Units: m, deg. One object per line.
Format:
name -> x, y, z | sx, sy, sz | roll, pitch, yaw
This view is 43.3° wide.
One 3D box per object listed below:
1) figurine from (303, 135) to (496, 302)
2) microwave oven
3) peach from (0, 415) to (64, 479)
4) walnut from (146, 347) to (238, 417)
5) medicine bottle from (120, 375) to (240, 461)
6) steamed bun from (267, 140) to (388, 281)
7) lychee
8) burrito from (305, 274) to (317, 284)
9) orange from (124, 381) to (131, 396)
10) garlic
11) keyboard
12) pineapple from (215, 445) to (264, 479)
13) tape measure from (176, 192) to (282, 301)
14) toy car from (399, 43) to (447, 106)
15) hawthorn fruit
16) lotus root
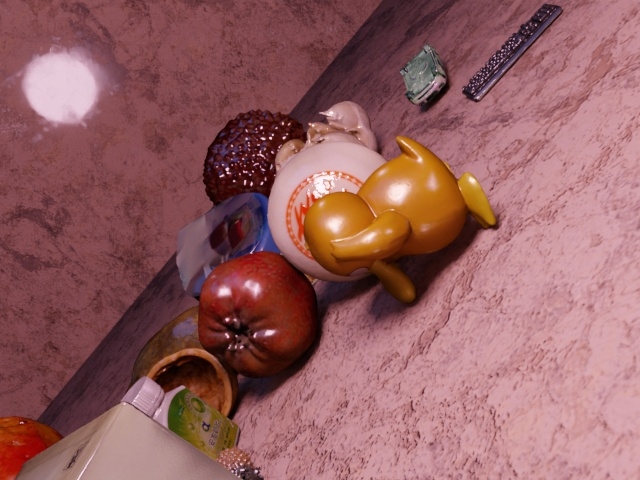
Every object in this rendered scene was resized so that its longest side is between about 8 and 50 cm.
figurine -> 0.100, -0.030, 1.121 | 0.228, 0.215, 0.215 | -50, 15, 1
microwave oven -> -0.318, 0.447, 1.077 | 0.394, 0.247, 0.333 | -34, 20, 45
peach -> -0.641, 0.543, 1.613 | 0.353, 0.339, 0.416 | -47, 19, 13
walnut -> -0.221, 0.278, 1.465 | 0.211, 0.167, 0.087 | -32, -13, 25
medicine bottle -> -0.231, 0.306, 1.285 | 0.088, 0.188, 0.132 | -43, 16, 24
steamed bun -> 0.026, -0.039, 1.289 | 0.232, 0.232, 0.145 | -46, 6, 16
lychee -> -0.159, -0.189, 2.136 | 0.331, 0.306, 0.306 | 2, 48, 36
burrito -> 0.000, 0.000, 1.619 | 0.087, 0.060, 0.226 | -40, 18, 51
orange -> -0.391, 0.379, 1.734 | 0.170, 0.112, 0.160 | 99, -166, -72
garlic -> 0.016, -0.173, 1.768 | 0.281, 0.184, 0.203 | -34, -31, -6
keyboard -> 0.359, -0.358, 1.531 | 0.230, 0.025, 0.093 | -47, 17, 9
pineapple -> -0.114, 0.333, 1.140 | 0.058, 0.058, 0.124 | -52, 15, -9
tape measure -> -0.170, 0.027, 1.764 | 0.262, 0.138, 0.259 | -36, 39, 11
toy car -> 0.237, -0.363, 1.798 | 0.090, 0.076, 0.224 | -42, 24, 24
hawthorn fruit -> -0.093, 0.105, 1.365 | 0.208, 0.208, 0.248 | -40, 8, 32
lotus root -> -0.262, 0.239, 1.591 | 0.275, 0.160, 0.152 | -43, 26, 21
